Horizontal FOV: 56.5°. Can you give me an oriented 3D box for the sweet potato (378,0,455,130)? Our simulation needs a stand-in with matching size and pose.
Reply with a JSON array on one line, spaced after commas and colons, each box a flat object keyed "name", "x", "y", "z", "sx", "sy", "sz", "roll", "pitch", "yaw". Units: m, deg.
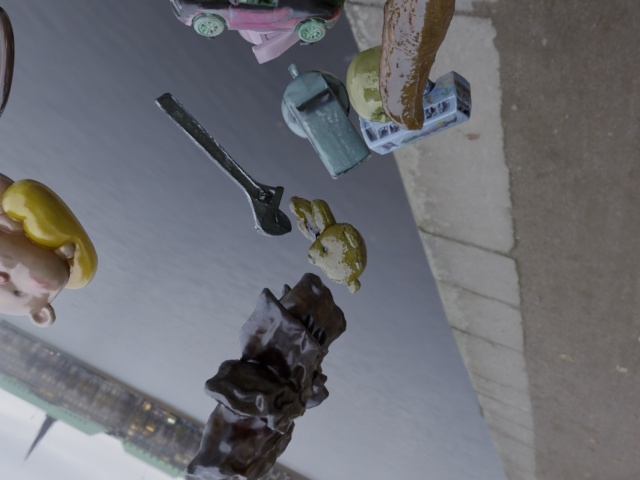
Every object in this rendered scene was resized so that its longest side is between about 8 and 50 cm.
[{"name": "sweet potato", "x": 0.138, "y": -0.302, "z": 0.848, "sx": 0.341, "sy": 0.092, "sz": 0.114, "roll": 97, "pitch": 150, "yaw": -59}]

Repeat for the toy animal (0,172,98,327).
[{"name": "toy animal", "x": -0.633, "y": 0.008, "z": 1.183, "sx": 0.345, "sy": 0.247, "sz": 0.277, "roll": 37, "pitch": 147, "yaw": -2}]

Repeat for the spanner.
[{"name": "spanner", "x": -0.158, "y": -0.125, "z": 1.023, "sx": 0.325, "sy": 0.093, "sz": 0.026, "roll": 46, "pitch": 159, "yaw": -24}]

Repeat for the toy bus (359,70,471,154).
[{"name": "toy bus", "x": 0.263, "y": -0.354, "z": 1.689, "sx": 0.330, "sy": 0.136, "sz": 0.109, "roll": -18, "pitch": 158, "yaw": 40}]

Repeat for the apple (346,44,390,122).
[{"name": "apple", "x": 0.154, "y": -0.394, "z": 1.498, "sx": 0.200, "sy": 0.200, "sz": 0.200, "roll": 24, "pitch": 159, "yaw": 10}]

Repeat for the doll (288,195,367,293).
[{"name": "doll", "x": 0.000, "y": 0.000, "z": 1.045, "sx": 0.209, "sy": 0.097, "sz": 0.137, "roll": 38, "pitch": 145, "yaw": 45}]

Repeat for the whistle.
[{"name": "whistle", "x": 0.007, "y": -0.265, "z": 1.297, "sx": 0.289, "sy": 0.163, "sz": 0.163, "roll": 60, "pitch": 161, "yaw": 8}]

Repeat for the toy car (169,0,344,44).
[{"name": "toy car", "x": -0.050, "y": -0.203, "z": 0.479, "sx": 0.142, "sy": 0.069, "sz": 0.055, "roll": -1, "pitch": 159, "yaw": -9}]

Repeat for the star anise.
[{"name": "star anise", "x": -0.046, "y": 0.150, "z": 0.622, "sx": 0.109, "sy": 0.236, "sz": 0.223, "roll": 24, "pitch": -157, "yaw": 10}]

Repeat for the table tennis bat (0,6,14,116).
[{"name": "table tennis bat", "x": -0.289, "y": -0.142, "z": 0.616, "sx": 0.119, "sy": 0.170, "sz": 0.107, "roll": 0, "pitch": -159, "yaw": -44}]

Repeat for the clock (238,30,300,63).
[{"name": "clock", "x": -0.108, "y": -0.635, "z": 1.485, "sx": 0.275, "sy": 0.290, "sz": 0.080, "roll": 56, "pitch": -178, "yaw": 8}]
